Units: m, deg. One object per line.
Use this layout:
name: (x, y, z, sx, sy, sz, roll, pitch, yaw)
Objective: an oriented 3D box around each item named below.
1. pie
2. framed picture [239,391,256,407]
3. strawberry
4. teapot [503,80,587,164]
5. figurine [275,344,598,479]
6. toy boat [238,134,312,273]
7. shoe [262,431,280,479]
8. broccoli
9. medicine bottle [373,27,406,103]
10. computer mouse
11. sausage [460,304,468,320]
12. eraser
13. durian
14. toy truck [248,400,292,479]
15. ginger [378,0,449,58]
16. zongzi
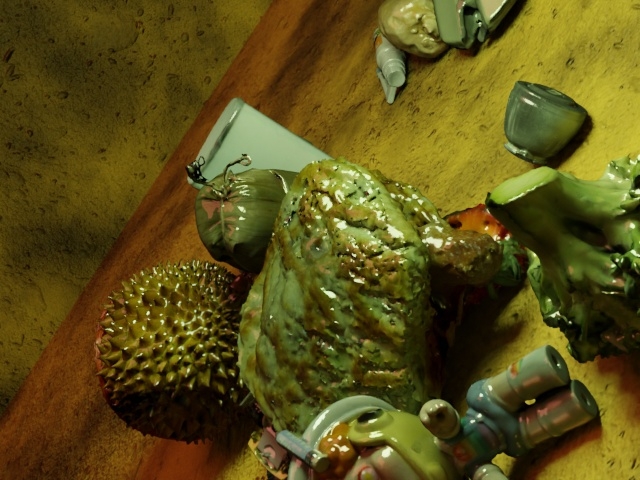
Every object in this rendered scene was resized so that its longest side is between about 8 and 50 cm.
pie: (0.027, 0.109, 1.622, 0.395, 0.180, 0.418, 38, 112, 44)
framed picture: (0.005, 0.142, 1.893, 0.293, 0.018, 0.231, -52, -13, 18)
strawberry: (0.213, 0.024, 1.633, 0.192, 0.085, 0.140, -38, 51, 38)
teapot: (0.303, -0.169, 1.690, 0.108, 0.111, 0.149, -66, 22, 18)
figurine: (0.151, 0.263, 1.389, 0.382, 0.224, 0.205, -21, 11, 22)
toy boat: (-0.111, -0.073, 2.549, 0.141, 0.092, 0.319, -5, 62, 65)
shoe: (-0.066, 0.340, 1.852, 0.064, 0.071, 0.143, -43, 29, 36)
broccoli: (0.295, -0.009, 1.269, 0.288, 0.245, 0.248, -31, 24, 42)
medicine bottle: (0.141, -0.363, 2.434, 0.220, 0.061, 0.092, -94, 16, -58)
computer mouse: (0.301, -0.536, 2.181, 0.228, 0.145, 0.429, -32, 32, 46)
sausage: (0.185, 0.072, 1.699, 0.039, 0.041, 0.131, -36, 27, 21)
eraser: (-0.088, -0.119, 2.257, 0.189, 0.290, 0.104, -59, 19, 1)
durian: (-0.226, 0.193, 2.082, 0.384, 0.348, 0.347, -55, 18, 31)
toy truck: (0.009, 0.230, 1.774, 0.286, 0.111, 0.136, -49, 51, -1)
ginger: (0.186, -0.432, 2.307, 0.152, 0.138, 0.267, -42, 20, 26)
zongzi: (-0.166, -0.027, 1.969, 0.418, 0.447, 0.181, -6, 83, 38)
